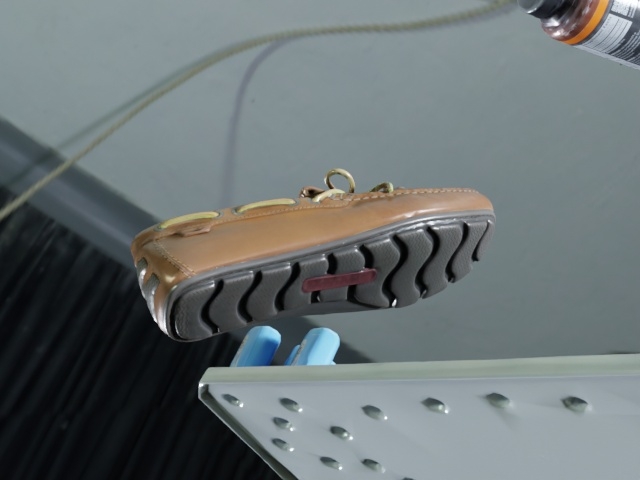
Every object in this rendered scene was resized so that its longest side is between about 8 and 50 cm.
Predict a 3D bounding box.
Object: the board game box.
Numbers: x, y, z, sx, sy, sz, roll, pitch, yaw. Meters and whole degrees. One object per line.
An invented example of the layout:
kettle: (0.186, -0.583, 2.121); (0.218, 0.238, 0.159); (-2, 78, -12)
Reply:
board game box: (0.185, 0.168, 0.650); (0.390, 0.050, 0.390); (-8, 134, 43)

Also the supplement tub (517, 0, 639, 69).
supplement tub: (0.325, -0.266, 1.419); (0.198, 0.106, 0.106); (15, 133, -24)

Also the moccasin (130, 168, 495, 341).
moccasin: (0.000, 0.002, 1.254); (0.380, 0.147, 0.139); (-14, 137, -16)
